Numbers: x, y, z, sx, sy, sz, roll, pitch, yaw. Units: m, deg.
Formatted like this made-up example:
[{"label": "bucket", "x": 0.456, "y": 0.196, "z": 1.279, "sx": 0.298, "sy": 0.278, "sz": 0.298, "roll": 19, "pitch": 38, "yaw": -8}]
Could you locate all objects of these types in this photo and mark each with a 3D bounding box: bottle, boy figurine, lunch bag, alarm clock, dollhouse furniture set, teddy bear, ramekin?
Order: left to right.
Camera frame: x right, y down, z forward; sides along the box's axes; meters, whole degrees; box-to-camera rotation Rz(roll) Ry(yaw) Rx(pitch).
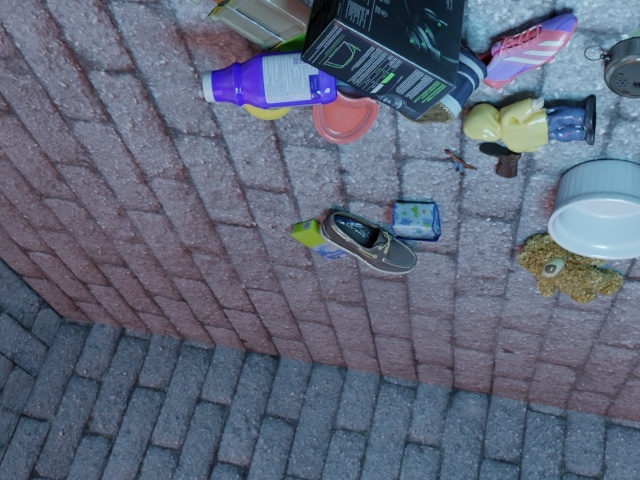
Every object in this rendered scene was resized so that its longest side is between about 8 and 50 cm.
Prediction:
[{"label": "dollhouse furniture set", "x": -0.154, "y": -0.524, "z": 1.530, "sx": 0.301, "sy": 0.151, "sz": 0.197, "roll": 26, "pitch": 166, "yaw": -31}, {"label": "bottle", "x": -0.107, "y": -0.339, "z": 1.653, "sx": 0.283, "sy": 0.118, "sz": 0.092, "roll": -5, "pitch": -176, "yaw": 5}, {"label": "lunch bag", "x": 0.277, "y": -0.046, "z": 2.231, "sx": 0.129, "sy": 0.096, "sz": 0.151, "roll": 4, "pitch": 165, "yaw": 16}, {"label": "boy figurine", "x": 0.466, "y": -0.256, "z": 1.733, "sx": 0.285, "sy": 0.092, "sz": 0.177, "roll": 2, "pitch": 150, "yaw": 26}, {"label": "teddy bear", "x": 0.725, "y": 0.098, "z": 2.242, "sx": 0.245, "sy": 0.113, "sz": 0.338, "roll": -9, "pitch": 145, "yaw": 35}, {"label": "ramekin", "x": 0.705, "y": -0.077, "z": 1.896, "sx": 0.277, "sy": 0.135, "sz": 0.277, "roll": 11, "pitch": 152, "yaw": 6}, {"label": "alarm clock", "x": 0.611, "y": -0.342, "z": 1.531, "sx": 0.192, "sy": 0.064, "sz": 0.129, "roll": 20, "pitch": 153, "yaw": -2}]

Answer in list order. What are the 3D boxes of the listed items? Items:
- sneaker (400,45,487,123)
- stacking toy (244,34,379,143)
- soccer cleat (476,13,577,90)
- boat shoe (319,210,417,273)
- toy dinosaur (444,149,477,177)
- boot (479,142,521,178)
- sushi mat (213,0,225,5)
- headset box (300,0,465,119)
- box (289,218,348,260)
[{"label": "sneaker", "x": 0.242, "y": -0.330, "z": 1.621, "sx": 0.099, "sy": 0.153, "sz": 0.282, "roll": 38, "pitch": 177, "yaw": -24}, {"label": "stacking toy", "x": 0.000, "y": -0.386, "z": 1.768, "sx": 0.309, "sy": 0.130, "sz": 0.279, "roll": 20, "pitch": 126, "yaw": -15}, {"label": "soccer cleat", "x": 0.400, "y": -0.383, "z": 1.545, "sx": 0.095, "sy": 0.083, "sz": 0.248, "roll": 30, "pitch": 152, "yaw": -18}, {"label": "boat shoe", "x": 0.157, "y": 0.006, "z": 2.362, "sx": 0.324, "sy": 0.116, "sz": 0.097, "roll": 26, "pitch": 155, "yaw": -7}, {"label": "toy dinosaur", "x": 0.348, "y": -0.203, "z": 1.971, "sx": 0.090, "sy": 0.047, "sz": 0.082, "roll": -22, "pitch": 138, "yaw": -1}, {"label": "boot", "x": 0.442, "y": -0.195, "z": 1.924, "sx": 0.106, "sy": 0.037, "sz": 0.114, "roll": 12, "pitch": 157, "yaw": 10}, {"label": "sushi mat", "x": -0.110, "y": -0.534, "z": 1.586, "sx": 0.316, "sy": 0.019, "sz": 0.151, "roll": -15, "pitch": 141, "yaw": 44}, {"label": "headset box", "x": 0.132, "y": -0.399, "z": 1.453, "sx": 0.283, "sy": 0.246, "sz": 0.131, "roll": 22, "pitch": 148, "yaw": -21}, {"label": "box", "x": 0.000, "y": 0.000, "z": 2.504, "sx": 0.178, "sy": 0.042, "sz": 0.109, "roll": 34, "pitch": 148, "yaw": -32}]
